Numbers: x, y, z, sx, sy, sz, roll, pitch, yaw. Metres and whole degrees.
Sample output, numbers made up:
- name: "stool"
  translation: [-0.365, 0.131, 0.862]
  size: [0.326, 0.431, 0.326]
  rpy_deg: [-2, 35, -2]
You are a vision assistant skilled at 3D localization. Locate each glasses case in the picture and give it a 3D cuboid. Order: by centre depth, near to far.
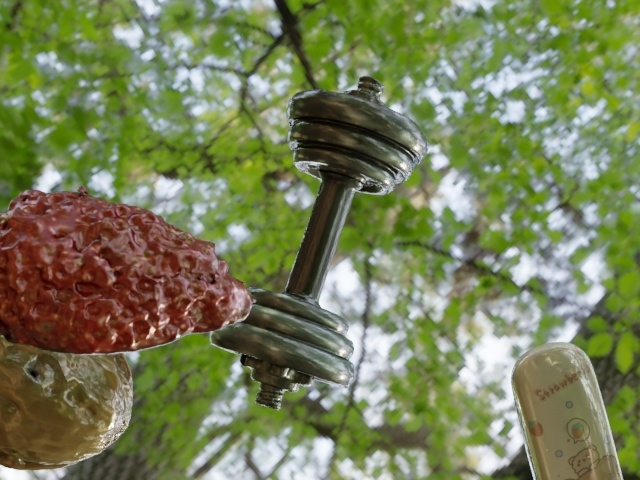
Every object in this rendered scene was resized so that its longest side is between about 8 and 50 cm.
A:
- name: "glasses case"
  translation: [0.233, 0.194, 1.165]
  size: [0.051, 0.081, 0.204]
  rpy_deg: [-146, -141, -80]

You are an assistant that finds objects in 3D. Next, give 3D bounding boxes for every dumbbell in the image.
- name: "dumbbell"
  translation: [0.000, 0.000, 1.458]
  size: [0.179, 0.406, 0.179]
  rpy_deg: [17, -8, 2]

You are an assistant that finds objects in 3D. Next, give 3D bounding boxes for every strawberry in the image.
- name: "strawberry"
  translation: [-0.175, 0.026, 1.017]
  size: [0.228, 0.174, 0.097]
  rpy_deg: [12, -61, 11]

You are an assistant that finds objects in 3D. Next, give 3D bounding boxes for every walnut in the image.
- name: "walnut"
  translation: [-0.331, 0.164, 1.432]
  size: [0.245, 0.198, 0.198]
  rpy_deg: [26, -36, -14]
